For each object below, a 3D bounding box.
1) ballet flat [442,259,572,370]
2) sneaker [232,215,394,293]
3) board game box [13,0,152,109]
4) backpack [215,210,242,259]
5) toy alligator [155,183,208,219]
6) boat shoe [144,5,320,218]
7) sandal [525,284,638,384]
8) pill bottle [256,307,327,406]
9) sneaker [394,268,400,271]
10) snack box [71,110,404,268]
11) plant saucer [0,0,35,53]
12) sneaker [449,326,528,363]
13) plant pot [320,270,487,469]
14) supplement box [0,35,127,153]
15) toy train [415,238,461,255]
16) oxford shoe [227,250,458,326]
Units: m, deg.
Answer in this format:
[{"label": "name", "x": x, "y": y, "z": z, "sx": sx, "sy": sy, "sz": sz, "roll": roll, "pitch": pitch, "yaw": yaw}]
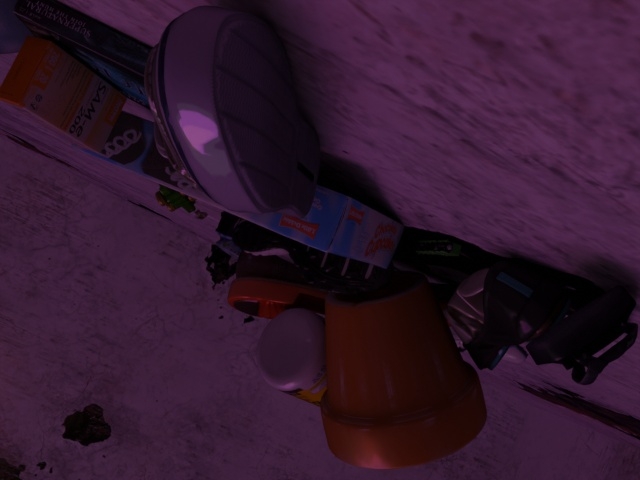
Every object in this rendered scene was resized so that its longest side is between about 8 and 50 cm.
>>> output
[{"label": "ballet flat", "x": 0.197, "y": 0.077, "z": 0.797, "sx": 0.096, "sy": 0.095, "sz": 0.280, "roll": 34, "pitch": 164, "yaw": 11}, {"label": "sneaker", "x": 0.000, "y": 0.000, "z": 0.921, "sx": 0.108, "sy": 0.100, "sz": 0.271, "roll": 12, "pitch": -173, "yaw": -42}, {"label": "board game box", "x": -0.165, "y": -0.148, "z": 0.635, "sx": 0.186, "sy": 0.026, "sz": 0.126, "roll": 26, "pitch": 173, "yaw": -1}, {"label": "backpack", "x": -0.144, "y": 0.000, "z": 1.396, "sx": 0.114, "sy": 0.084, "sz": 0.105, "roll": 26, "pitch": 176, "yaw": -27}, {"label": "toy alligator", "x": -0.265, "y": -0.086, "z": 1.349, "sx": 0.189, "sy": 0.056, "sz": 0.051, "roll": 43, "pitch": -157, "yaw": -71}, {"label": "boat shoe", "x": -0.066, "y": -0.067, "z": 0.494, "sx": 0.094, "sy": 0.109, "sz": 0.302, "roll": 6, "pitch": 172, "yaw": 8}, {"label": "sandal", "x": 0.256, "y": 0.095, "z": 0.654, "sx": 0.055, "sy": 0.097, "sz": 0.254, "roll": 58, "pitch": -163, "yaw": 22}, {"label": "pill bottle", "x": 0.013, "y": 0.184, "z": 1.035, "sx": 0.117, "sy": 0.117, "sz": 0.215, "roll": 19, "pitch": 169, "yaw": 43}, {"label": "sneaker", "x": 0.060, "y": 0.107, "z": 1.172, "sx": 0.282, "sy": 0.161, "sz": 0.102, "roll": 24, "pitch": 174, "yaw": 22}, {"label": "snack box", "x": -0.085, "y": -0.058, "z": 0.770, "sx": 0.321, "sy": 0.060, "sz": 0.187, "roll": 23, "pitch": -178, "yaw": 23}, {"label": "plant saucer", "x": -0.395, "y": -0.252, "z": 0.622, "sx": 0.317, "sy": 0.044, "sz": 0.317, "roll": 26, "pitch": 173, "yaw": 3}, {"label": "sneaker", "x": 0.251, "y": 0.172, "z": 1.272, "sx": 0.237, "sy": 0.086, "sz": 0.085, "roll": 23, "pitch": 171, "yaw": 12}, {"label": "plant pot", "x": 0.087, "y": 0.146, "z": 0.882, "sx": 0.205, "sy": 0.188, "sz": 0.205, "roll": -13, "pitch": -169, "yaw": 3}, {"label": "supplement box", "x": -0.227, "y": -0.127, "z": 0.632, "sx": 0.036, "sy": 0.062, "sz": 0.098, "roll": 19, "pitch": 172, "yaw": 31}, {"label": "toy train", "x": 0.130, "y": 0.009, "z": 0.787, "sx": 0.023, "sy": 0.017, "sz": 0.083, "roll": 16, "pitch": 175, "yaw": -14}, {"label": "oxford shoe", "x": 0.050, "y": 0.053, "z": 1.041, "sx": 0.363, "sy": 0.133, "sz": 0.130, "roll": 7, "pitch": 157, "yaw": 5}]
